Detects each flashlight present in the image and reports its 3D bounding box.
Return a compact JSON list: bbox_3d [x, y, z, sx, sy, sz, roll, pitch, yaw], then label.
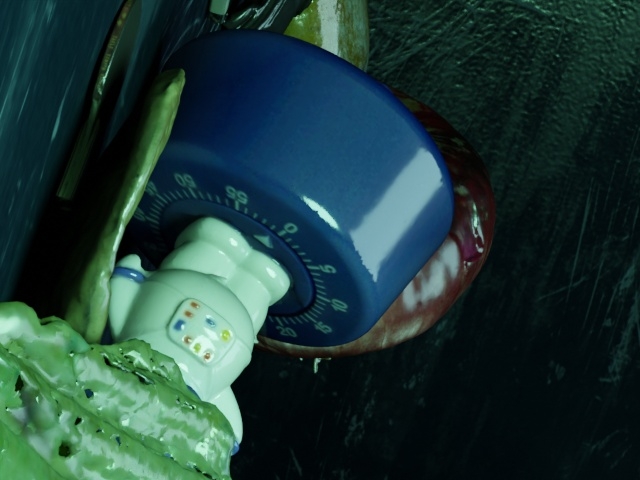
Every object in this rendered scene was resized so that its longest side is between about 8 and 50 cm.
[{"bbox_3d":[-0.092,-0.236,1.695,0.083,0.018,0.018,108,0,-56],"label":"flashlight"}]

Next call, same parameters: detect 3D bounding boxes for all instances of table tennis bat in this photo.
[{"bbox_3d":[-0.145,-0.092,1.205,0.095,0.014,0.158,112,-4,-65],"label":"table tennis bat"}]

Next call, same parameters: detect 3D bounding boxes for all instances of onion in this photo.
[{"bbox_3d":[0.000,0.000,1.784,0.347,0.348,0.285,-71,166,-50],"label":"onion"}]

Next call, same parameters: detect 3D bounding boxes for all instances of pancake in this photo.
[{"bbox_3d":[-0.147,-0.016,1.217,0.242,0.050,0.242,-159,-90,-78],"label":"pancake"}]

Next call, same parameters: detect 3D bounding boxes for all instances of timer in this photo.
[{"bbox_3d":[-0.089,0.055,1.399,0.383,0.270,0.270,-59,174,-30],"label":"timer"}]

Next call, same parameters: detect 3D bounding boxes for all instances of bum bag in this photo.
[{"bbox_3d":[-0.047,-0.260,1.964,0.248,0.060,0.123,-55,175,-13],"label":"bum bag"}]

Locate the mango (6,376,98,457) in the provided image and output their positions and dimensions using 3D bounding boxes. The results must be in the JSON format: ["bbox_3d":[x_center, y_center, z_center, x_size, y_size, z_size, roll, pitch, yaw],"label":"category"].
[{"bbox_3d":[-0.198,0.154,1.108,0.163,0.089,0.117,-59,-176,-16],"label":"mango"}]

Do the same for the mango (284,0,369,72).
[{"bbox_3d":[-0.020,-0.272,2.166,0.193,0.146,0.316,-64,156,-44],"label":"mango"}]

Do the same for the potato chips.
[{"bbox_3d":[-0.121,0.218,0.978,0.389,0.097,0.373,11,76,-70],"label":"potato chips"}]
